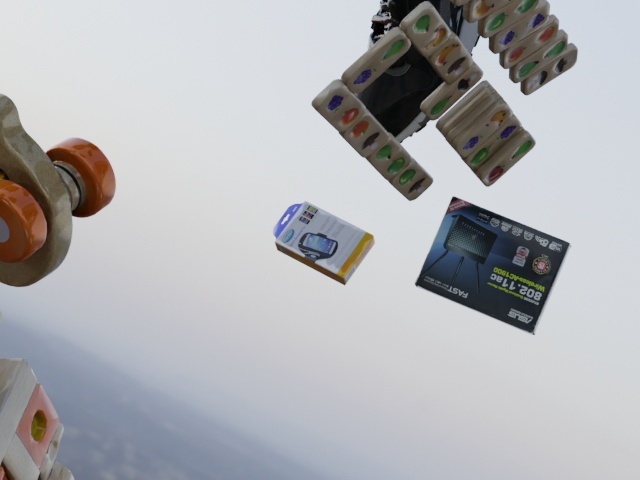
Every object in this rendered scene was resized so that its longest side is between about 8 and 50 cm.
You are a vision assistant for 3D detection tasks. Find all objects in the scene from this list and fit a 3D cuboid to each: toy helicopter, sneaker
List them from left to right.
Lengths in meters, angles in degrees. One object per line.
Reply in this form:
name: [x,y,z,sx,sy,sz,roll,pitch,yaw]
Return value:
toy helicopter: [-0.397,-0.100,1.690,0.355,0.140,0.235,51,-45,0]
sneaker: [0.079,-0.216,1.347,0.124,0.283,0.107,24,15,-33]

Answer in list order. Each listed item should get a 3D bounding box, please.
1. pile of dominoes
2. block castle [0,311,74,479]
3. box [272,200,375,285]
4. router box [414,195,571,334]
pile of dominoes: [0.118,-0.119,1.297,0.040,0.196,0.251,51,6,26]
block castle: [-0.398,0.154,1.225,0.303,0.213,0.453,-1,-44,19]
box: [0.000,0.000,2.312,0.136,0.081,0.028,27,-22,24]
router box: [0.160,0.023,1.510,0.122,0.092,0.038,22,-3,10]
